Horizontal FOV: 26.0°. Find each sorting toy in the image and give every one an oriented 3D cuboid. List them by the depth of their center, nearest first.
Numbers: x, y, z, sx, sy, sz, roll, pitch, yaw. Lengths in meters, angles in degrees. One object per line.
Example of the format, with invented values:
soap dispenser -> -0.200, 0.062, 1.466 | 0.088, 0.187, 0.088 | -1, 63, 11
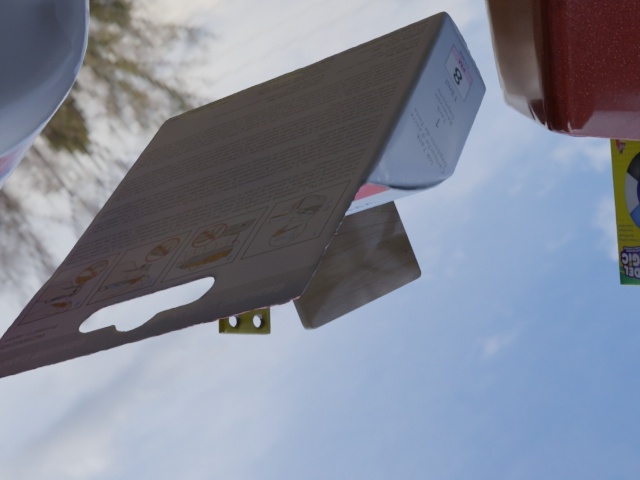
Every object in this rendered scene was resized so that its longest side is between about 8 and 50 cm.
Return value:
sorting toy -> 0.000, 0.000, 1.218 | 0.274, 0.132, 0.046 | -24, -176, -34

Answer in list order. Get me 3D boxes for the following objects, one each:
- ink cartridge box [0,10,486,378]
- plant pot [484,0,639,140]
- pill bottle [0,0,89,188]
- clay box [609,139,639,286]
ink cartridge box -> -0.035, -0.007, 0.654 | 0.189, 0.066, 0.232 | -17, -148, 31
plant pot -> 0.249, -0.195, 0.999 | 0.267, 0.235, 0.267 | 4, -169, -5
pill bottle -> -0.296, -0.033, 0.702 | 0.392, 0.224, 0.224 | -44, -172, 42
clay box -> 0.336, -0.037, 1.312 | 0.053, 0.222, 0.127 | -5, -178, -26
